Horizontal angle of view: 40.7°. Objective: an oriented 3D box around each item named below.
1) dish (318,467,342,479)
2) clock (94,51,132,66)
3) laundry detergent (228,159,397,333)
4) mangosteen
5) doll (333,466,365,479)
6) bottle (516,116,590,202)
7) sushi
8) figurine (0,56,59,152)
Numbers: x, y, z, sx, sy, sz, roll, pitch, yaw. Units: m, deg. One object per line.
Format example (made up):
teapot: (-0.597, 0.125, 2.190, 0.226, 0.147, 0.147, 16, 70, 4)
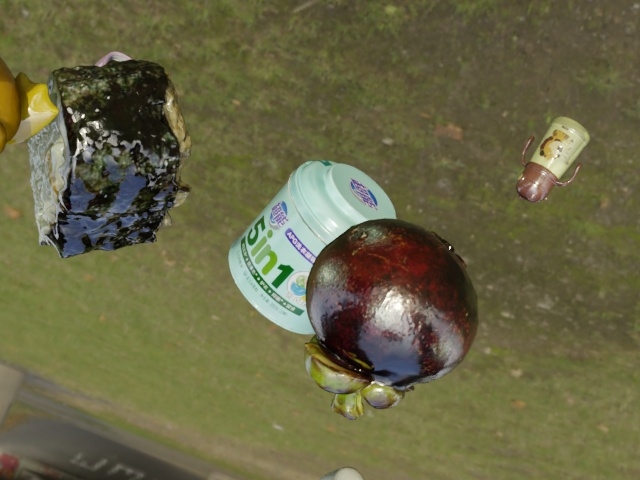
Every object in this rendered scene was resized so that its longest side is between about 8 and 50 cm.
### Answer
dish: (0.059, 0.468, 1.618, 0.091, 0.039, 0.137, -10, -147, -30)
clock: (-0.351, -0.252, 1.516, 0.110, 0.153, 0.050, 24, 147, -33)
laundry detergent: (0.000, 0.000, 1.869, 0.287, 0.287, 0.305, 29, 122, -23)
mangosteen: (0.109, 0.117, 1.448, 0.330, 0.330, 0.330, 19, 162, 6)
doll: (0.057, 0.425, 1.003, 0.242, 0.311, 0.160, -4, 138, 20)
bottle: (0.256, -0.086, 0.960, 0.063, 0.101, 0.047, 30, 173, 46)
sushi: (-0.279, -0.102, 1.118, 0.170, 0.211, 0.350, -5, 163, -27)
figurine: (-0.389, -0.144, 0.837, 0.215, 0.215, 0.228, 21, 169, 0)
